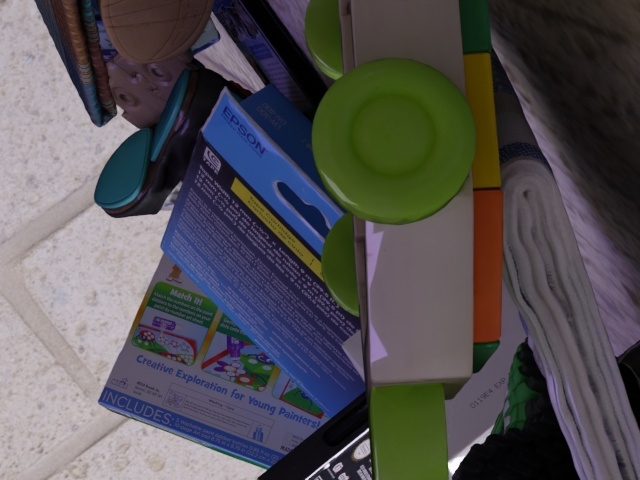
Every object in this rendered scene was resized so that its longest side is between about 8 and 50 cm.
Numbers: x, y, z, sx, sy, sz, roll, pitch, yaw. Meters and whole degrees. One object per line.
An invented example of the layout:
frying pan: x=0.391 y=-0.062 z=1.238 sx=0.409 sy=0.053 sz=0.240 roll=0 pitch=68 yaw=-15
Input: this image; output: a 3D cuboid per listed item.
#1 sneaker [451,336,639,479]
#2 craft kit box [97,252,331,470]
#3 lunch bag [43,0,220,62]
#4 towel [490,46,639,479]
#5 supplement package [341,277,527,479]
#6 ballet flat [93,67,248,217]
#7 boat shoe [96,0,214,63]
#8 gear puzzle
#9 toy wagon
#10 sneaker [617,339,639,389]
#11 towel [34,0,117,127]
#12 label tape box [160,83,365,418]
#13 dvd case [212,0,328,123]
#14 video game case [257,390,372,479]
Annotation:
sneaker: x=0.126 y=0.152 z=0.913 sx=0.134 sy=0.146 sz=0.343 roll=26 pitch=-157 yaw=17
craft kit box: x=-0.066 y=0.099 z=1.748 sx=0.250 sy=0.246 sz=0.061 roll=20 pitch=169 yaw=13
lunch bag: x=-0.195 y=-0.224 z=1.738 sx=0.096 sy=0.151 sz=0.129 roll=60 pitch=178 yaw=31
towel: x=0.100 y=0.005 z=0.816 sx=0.285 sy=0.034 sz=0.209 roll=-97 pitch=-13 yaw=-66
supplement package: x=0.136 y=0.137 z=1.324 sx=0.134 sy=0.139 sz=0.244 roll=48 pitch=172 yaw=35
ballet flat: x=-0.139 y=-0.077 z=1.678 sx=0.096 sy=0.095 sz=0.280 roll=20 pitch=155 yaw=-18
boat shoe: x=-0.152 y=-0.264 z=1.406 sx=0.285 sy=0.103 sz=0.092 roll=82 pitch=168 yaw=-55
gear puzzle: x=-0.067 y=-0.098 z=1.722 sx=0.339 sy=0.044 sz=0.175 roll=36 pitch=151 yaw=-16
toy wagon: x=0.031 y=-0.030 z=0.697 sx=0.267 sy=0.068 sz=0.344 roll=84 pitch=-178 yaw=-80
sneaker: x=0.184 y=0.084 z=0.802 sx=0.051 sy=0.089 sz=0.170 roll=46 pitch=163 yaw=34
towel: x=-0.272 y=-0.311 z=1.537 sx=0.271 sy=0.040 sz=0.370 roll=92 pitch=153 yaw=-69
label tape box: x=0.000 y=0.000 z=1.497 sx=0.249 sy=0.115 sz=0.347 roll=45 pitch=155 yaw=6
dvd case: x=-0.042 y=-0.166 z=1.544 sx=0.253 sy=0.022 sz=0.180 roll=54 pitch=173 yaw=-10
video game case: x=0.074 y=0.178 z=1.521 sx=0.035 sy=0.248 sz=0.275 roll=49 pitch=173 yaw=24
